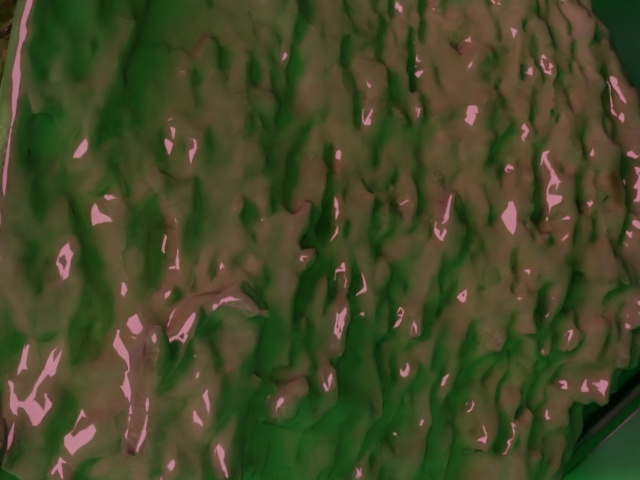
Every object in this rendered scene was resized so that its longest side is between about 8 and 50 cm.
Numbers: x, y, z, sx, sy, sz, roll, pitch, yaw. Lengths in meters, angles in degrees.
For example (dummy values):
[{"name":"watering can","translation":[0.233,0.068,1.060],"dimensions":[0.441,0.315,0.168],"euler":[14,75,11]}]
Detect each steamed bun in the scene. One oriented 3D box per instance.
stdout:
[{"name":"steamed bun","translation":[0.000,0.000,0.436],"dimensions":[0.273,0.272,0.291],"euler":[134,149,-71]}]

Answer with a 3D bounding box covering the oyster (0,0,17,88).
[{"name":"oyster","translation":[-0.298,-0.066,0.802],"dimensions":[0.197,0.133,0.337],"euler":[-22,55,38]}]
